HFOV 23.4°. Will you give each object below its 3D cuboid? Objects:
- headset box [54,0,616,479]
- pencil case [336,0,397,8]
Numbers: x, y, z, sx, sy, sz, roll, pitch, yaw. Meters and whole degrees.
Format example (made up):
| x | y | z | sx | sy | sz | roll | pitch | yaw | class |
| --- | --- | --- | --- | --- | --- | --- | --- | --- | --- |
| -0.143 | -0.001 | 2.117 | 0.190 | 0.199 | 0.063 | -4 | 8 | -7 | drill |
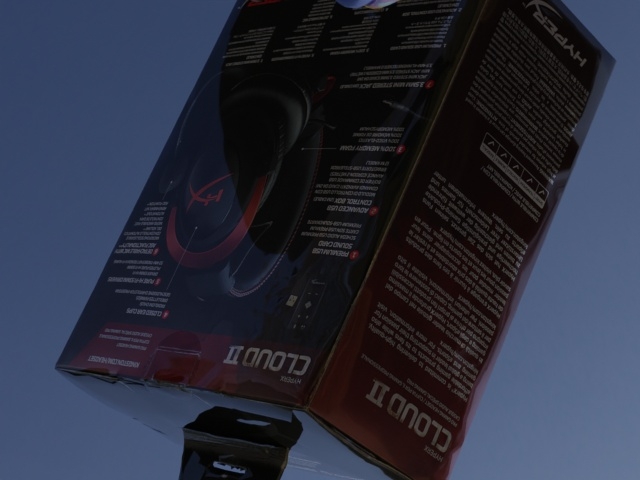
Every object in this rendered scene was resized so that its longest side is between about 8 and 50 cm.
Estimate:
| x | y | z | sx | sy | sz | roll | pitch | yaw | class |
| --- | --- | --- | --- | --- | --- | --- | --- | --- | --- |
| 0.000 | 0.000 | 0.832 | 0.110 | 0.218 | 0.293 | 38 | -113 | -36 | headset box |
| 0.141 | -0.141 | 0.483 | 0.306 | 0.133 | 0.119 | -6 | -53 | -9 | pencil case |
